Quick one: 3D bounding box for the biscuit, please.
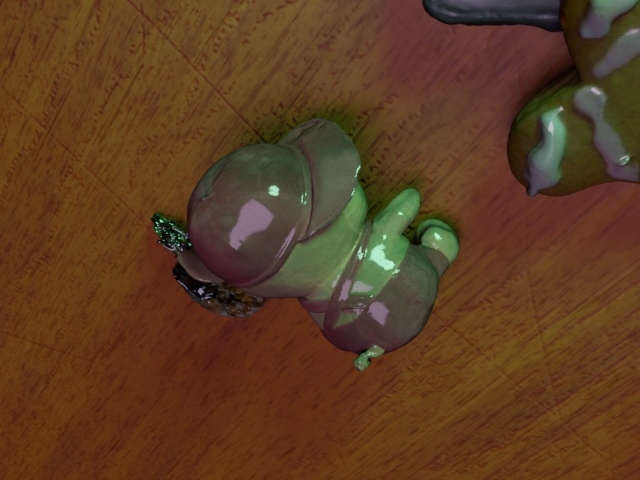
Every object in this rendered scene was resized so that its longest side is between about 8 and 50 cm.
[{"bbox_3d":[0.377,-0.096,0.600,0.431,0.064,0.283,13,135,4],"label":"biscuit"}]

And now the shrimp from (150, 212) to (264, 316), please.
[{"bbox_3d":[-0.138,0.036,0.908,0.161,0.034,0.091,40,125,-9],"label":"shrimp"}]

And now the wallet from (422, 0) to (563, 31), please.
[{"bbox_3d":[0.255,-0.249,0.585,0.377,0.051,0.197,4,122,14],"label":"wallet"}]

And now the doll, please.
[{"bbox_3d":[-0.001,-0.001,0.770,0.255,0.152,0.196,33,94,-22],"label":"doll"}]
